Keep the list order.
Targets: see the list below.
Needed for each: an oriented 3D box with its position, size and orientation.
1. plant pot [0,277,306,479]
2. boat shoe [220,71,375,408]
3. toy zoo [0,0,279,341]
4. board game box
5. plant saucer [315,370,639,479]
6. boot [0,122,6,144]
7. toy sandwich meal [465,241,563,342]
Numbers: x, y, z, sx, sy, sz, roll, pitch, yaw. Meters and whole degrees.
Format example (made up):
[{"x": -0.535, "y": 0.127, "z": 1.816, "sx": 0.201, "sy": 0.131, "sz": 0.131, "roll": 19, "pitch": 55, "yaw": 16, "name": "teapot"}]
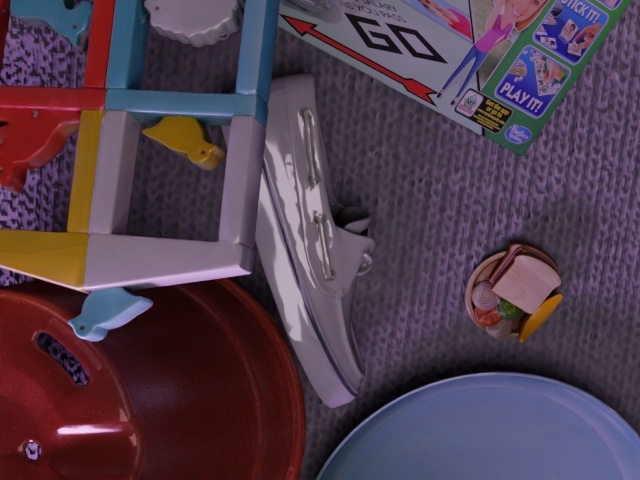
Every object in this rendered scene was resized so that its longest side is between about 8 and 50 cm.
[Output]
[{"x": -0.174, "y": 0.137, "z": 1.046, "sx": 0.272, "sy": 0.265, "sz": 0.273, "roll": 0, "pitch": 88, "yaw": 14, "name": "plant pot"}, {"x": 0.000, "y": 0.000, "z": 1.162, "sx": 0.088, "sy": 0.096, "sz": 0.268, "roll": -16, "pitch": 101, "yaw": 5, "name": "boat shoe"}, {"x": -0.125, "y": -0.086, "z": 0.912, "sx": 0.192, "sy": 0.030, "sz": 0.293, "roll": 4, "pitch": 81, "yaw": 14, "name": "toy zoo"}, {"x": 0.095, "y": -0.204, "z": 1.046, "sx": 0.317, "sy": 0.046, "sz": 0.213, "roll": 22, "pitch": 109, "yaw": -42, "name": "board game box"}, {"x": 0.136, "y": 0.250, "z": 1.284, "sx": 0.317, "sy": 0.044, "sz": 0.318, "roll": -2, "pitch": 108, "yaw": -5, "name": "plant saucer"}, {"x": -0.362, "y": -0.036, "z": 1.056, "sx": 0.236, "sy": 0.089, "sz": 0.269, "roll": 31, "pitch": 110, "yaw": -37, "name": "boot"}, {"x": 0.159, "y": 0.044, "z": 1.221, "sx": 0.085, "sy": 0.029, "sz": 0.086, "roll": -2, "pitch": 109, "yaw": -5, "name": "toy sandwich meal"}]
